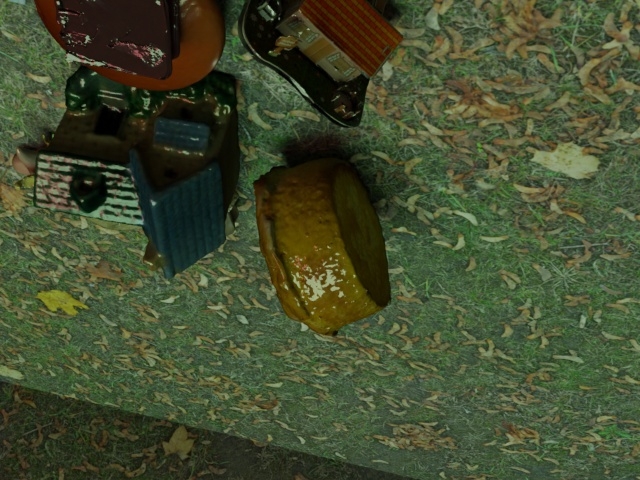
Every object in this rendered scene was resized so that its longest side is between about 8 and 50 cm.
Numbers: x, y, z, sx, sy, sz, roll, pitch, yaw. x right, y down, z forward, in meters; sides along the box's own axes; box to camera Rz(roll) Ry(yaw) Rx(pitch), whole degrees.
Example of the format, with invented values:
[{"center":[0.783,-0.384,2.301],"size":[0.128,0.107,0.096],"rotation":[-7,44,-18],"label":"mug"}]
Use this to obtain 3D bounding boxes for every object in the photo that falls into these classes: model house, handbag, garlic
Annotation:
[{"center":[0.022,-0.358,1.611],"size":[0.294,0.207,0.154],"rotation":[36,137,-29],"label":"model house"},{"center":[-0.345,-0.379,1.563],"size":[0.216,0.074,0.203],"rotation":[12,140,7],"label":"handbag"},{"center":[-0.264,-0.064,2.223],"size":[0.131,0.127,0.194],"rotation":[18,165,-12],"label":"garlic"},{"center":[-0.382,-0.144,1.943],"size":[0.381,0.343,0.335],"rotation":[12,147,5],"label":"model house"}]

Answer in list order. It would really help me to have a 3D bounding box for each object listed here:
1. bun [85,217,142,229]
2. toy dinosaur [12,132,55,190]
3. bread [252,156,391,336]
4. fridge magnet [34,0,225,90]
[{"center":[-0.468,-0.109,2.223],"size":[0.237,0.116,0.210],"rotation":[19,146,-34],"label":"bun"},{"center":[-0.658,-0.196,2.180],"size":[0.176,0.152,0.194],"rotation":[10,-174,7],"label":"toy dinosaur"},{"center":[0.000,0.000,1.990],"size":[0.215,0.398,0.398],"rotation":[-17,137,18],"label":"bread"},{"center":[-0.346,-0.419,1.701],"size":[0.363,0.155,0.364],"rotation":[10,146,7],"label":"fridge magnet"}]
